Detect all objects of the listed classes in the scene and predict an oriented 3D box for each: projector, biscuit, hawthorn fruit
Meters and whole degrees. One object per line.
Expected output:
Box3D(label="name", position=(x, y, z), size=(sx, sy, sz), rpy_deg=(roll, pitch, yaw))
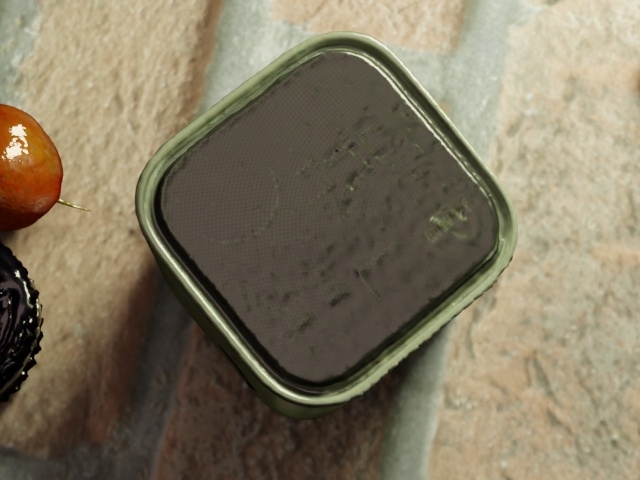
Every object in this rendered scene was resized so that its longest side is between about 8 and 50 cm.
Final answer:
Box3D(label="projector", position=(0.000, 0.000, 1.022), size=(0.248, 0.249, 0.248), rpy_deg=(-39, 84, -9))
Box3D(label="biscuit", position=(-0.358, 0.079, 1.127), size=(0.194, 0.053, 0.195), rpy_deg=(-1, 73, 3))
Box3D(label="hawthorn fruit", position=(-0.307, -0.061, 1.139), size=(0.125, 0.140, 0.125), rpy_deg=(-19, 32, 13))
